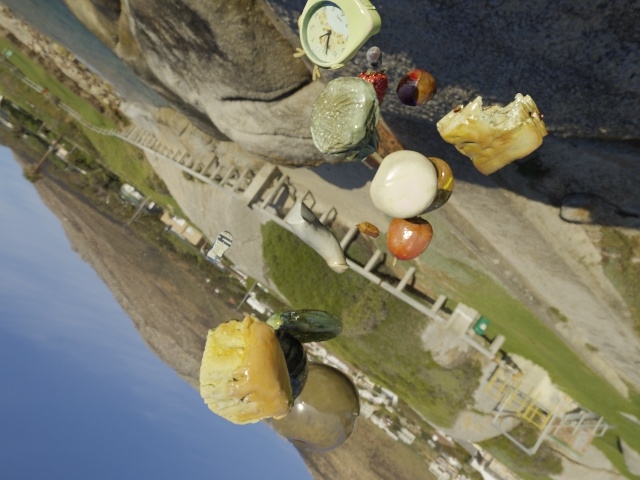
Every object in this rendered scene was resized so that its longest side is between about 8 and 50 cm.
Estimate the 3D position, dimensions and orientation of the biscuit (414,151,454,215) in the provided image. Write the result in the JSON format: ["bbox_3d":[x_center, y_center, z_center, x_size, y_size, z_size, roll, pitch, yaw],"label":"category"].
[{"bbox_3d":[0.544,-0.309,2.236,0.351,0.394,0.070,69,168,-19],"label":"biscuit"}]

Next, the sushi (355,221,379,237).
[{"bbox_3d":[0.213,-0.047,1.847,0.118,0.061,0.060,37,143,-3],"label":"sushi"}]

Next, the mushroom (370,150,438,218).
[{"bbox_3d":[0.284,-0.198,1.459,0.246,0.246,0.202,38,-178,-32],"label":"mushroom"}]

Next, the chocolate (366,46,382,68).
[{"bbox_3d":[0.253,-0.850,1.918,0.072,0.072,0.167,35,-168,5],"label":"chocolate"}]

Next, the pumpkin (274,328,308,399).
[{"bbox_3d":[-0.138,0.342,1.101,0.220,0.220,0.162,36,-164,-9],"label":"pumpkin"}]

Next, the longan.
[{"bbox_3d":[-0.025,0.642,1.606,0.361,0.361,0.361,35,176,3],"label":"longan"}]

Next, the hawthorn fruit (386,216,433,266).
[{"bbox_3d":[0.381,0.004,1.828,0.199,0.251,0.199,26,177,1],"label":"hawthorn fruit"}]

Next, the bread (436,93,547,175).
[{"bbox_3d":[0.677,-0.416,1.590,0.370,0.314,0.192,24,-134,-35],"label":"bread"}]

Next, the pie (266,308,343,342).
[{"bbox_3d":[-0.063,0.289,1.371,0.276,0.079,0.277,-1,155,-1],"label":"pie"}]

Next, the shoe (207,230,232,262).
[{"bbox_3d":[-0.412,0.026,1.687,0.064,0.143,0.071,33,166,-16],"label":"shoe"}]

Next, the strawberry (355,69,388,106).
[{"bbox_3d":[0.249,-0.731,2.056,0.174,0.228,0.098,0,-140,-14],"label":"strawberry"}]

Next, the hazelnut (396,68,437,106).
[{"bbox_3d":[0.458,-0.715,1.938,0.201,0.160,0.170,-16,-102,-47],"label":"hazelnut"}]

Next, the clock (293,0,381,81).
[{"bbox_3d":[0.033,-0.690,1.374,0.235,0.096,0.308,52,133,2],"label":"clock"}]

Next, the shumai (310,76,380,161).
[{"bbox_3d":[0.111,-0.388,1.284,0.225,0.221,0.261,60,142,23],"label":"shumai"}]

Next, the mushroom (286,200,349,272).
[{"bbox_3d":[0.001,0.001,1.904,0.397,0.126,0.177,45,-165,-33],"label":"mushroom"}]

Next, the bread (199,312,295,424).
[{"bbox_3d":[-0.173,0.298,0.890,0.133,0.174,0.252,-25,-82,-69],"label":"bread"}]
